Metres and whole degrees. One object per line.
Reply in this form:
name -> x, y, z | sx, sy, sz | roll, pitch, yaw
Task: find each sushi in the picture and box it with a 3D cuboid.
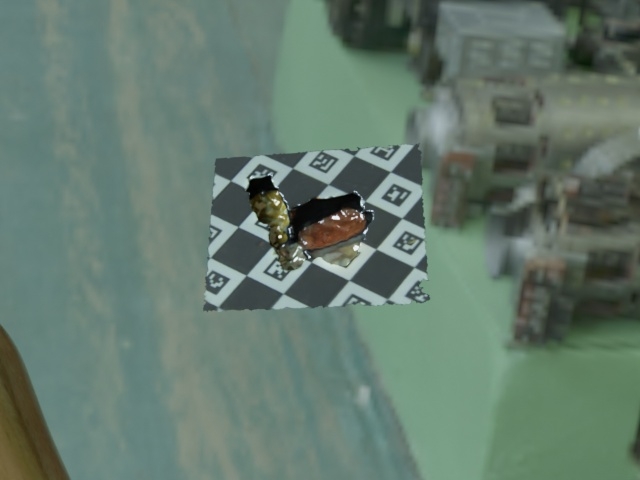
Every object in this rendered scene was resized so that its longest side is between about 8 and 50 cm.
sushi -> 0.000, 0.000, 1.036 | 0.126, 0.026, 0.120 | -4, 49, 6

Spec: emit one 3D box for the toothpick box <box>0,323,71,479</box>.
toothpick box -> -0.167, 0.173, 0.921 | 0.192, 0.192, 0.294 | -19, 60, -38
